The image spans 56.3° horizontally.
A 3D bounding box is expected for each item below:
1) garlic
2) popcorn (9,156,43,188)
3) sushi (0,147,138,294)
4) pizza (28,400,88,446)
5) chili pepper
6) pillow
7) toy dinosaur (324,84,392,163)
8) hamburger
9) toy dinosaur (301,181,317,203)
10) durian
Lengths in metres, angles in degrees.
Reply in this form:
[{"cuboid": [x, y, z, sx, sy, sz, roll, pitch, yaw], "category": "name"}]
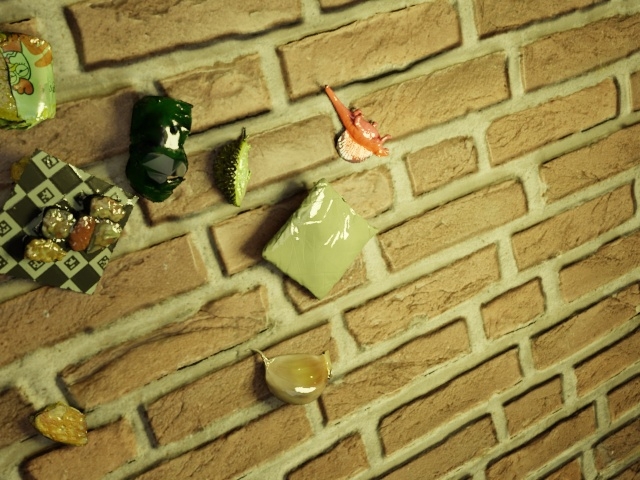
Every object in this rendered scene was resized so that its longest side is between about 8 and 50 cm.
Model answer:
[{"cuboid": [-0.095, 0.401, 1.737, 0.266, 0.148, 0.128, 14, 130, -31], "category": "garlic"}, {"cuboid": [-0.679, -0.144, 1.370, 0.084, 0.084, 0.084, -5, 102, -24], "category": "popcorn"}, {"cuboid": [-0.591, -0.023, 1.390, 0.292, 0.059, 0.294, 27, 89, -45], "category": "sushi"}, {"cuboid": [-0.652, 0.464, 1.516, 0.160, 0.036, 0.099, 36, 85, -27], "category": "pizza"}, {"cuboid": [-0.396, -0.222, 1.458, 0.148, 0.116, 0.265, 11, 95, -23], "category": "chili pepper"}, {"cuboid": [0.000, 0.002, 1.694, 0.274, 0.076, 0.280, -52, 129, -3], "category": "pillow"}, {"cuboid": [0.080, -0.308, 1.707, 0.286, 0.070, 0.139, 33, 107, -25], "category": "toy dinosaur"}, {"cuboid": [-0.692, -0.348, 1.289, 0.235, 0.125, 0.214, 3, 89, -39], "category": "hamburger"}, {"cuboid": [-0.028, -0.077, 1.699, 0.058, 0.037, 0.180, -15, 125, -29], "category": "toy dinosaur"}, {"cuboid": [-0.228, -0.193, 1.580, 0.100, 0.086, 0.215, -10, 111, -58], "category": "durian"}]
